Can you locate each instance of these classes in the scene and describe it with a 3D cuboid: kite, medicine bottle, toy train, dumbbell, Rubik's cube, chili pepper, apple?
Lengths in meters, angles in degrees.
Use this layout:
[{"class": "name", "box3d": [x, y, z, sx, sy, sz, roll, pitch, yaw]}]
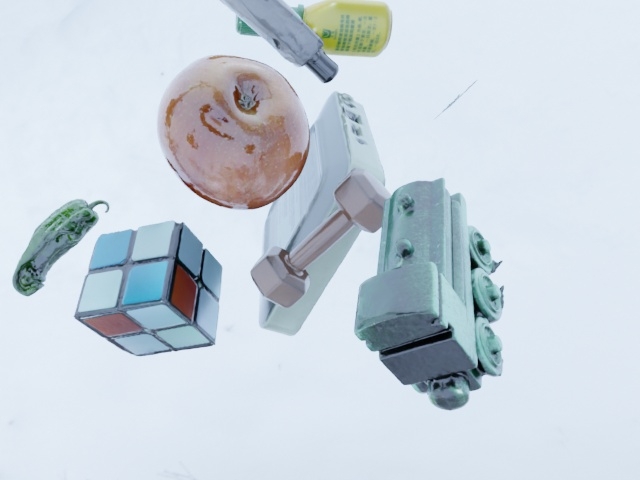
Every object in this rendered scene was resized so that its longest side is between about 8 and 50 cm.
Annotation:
[{"class": "kite", "box3d": [0.280, -0.292, 1.201, 0.004, 0.090, 0.122, 47, 123, -3]}, {"class": "medicine bottle", "box3d": [-0.011, -0.418, 1.114, 0.308, 0.076, 0.111, -2, 127, -15]}, {"class": "toy train", "box3d": [0.078, 0.026, 0.395, 0.071, 0.171, 0.111, -21, 126, 28]}, {"class": "dumbbell", "box3d": [0.000, 0.000, 0.808, 0.082, 0.092, 0.231, 45, 110, -6]}, {"class": "Rubik's cube", "box3d": [-0.293, 0.089, 1.014, 0.183, 0.167, 0.180, -10, 145, 12]}, {"class": "chili pepper", "box3d": [-0.556, 0.004, 1.208, 0.257, 0.074, 0.100, -47, 128, 2]}, {"class": "apple", "box3d": [-0.110, -0.145, 0.744, 0.201, 0.201, 0.162, 15, 153, -6]}]

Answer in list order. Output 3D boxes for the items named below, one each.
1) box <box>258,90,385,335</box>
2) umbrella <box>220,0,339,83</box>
[{"class": "box", "box3d": [-0.019, -0.062, 1.072, 0.090, 0.367, 0.373, 19, 121, -17]}, {"class": "umbrella", "box3d": [-0.101, -0.388, 0.955, 0.337, 0.067, 0.073, 38, 113, -18]}]
